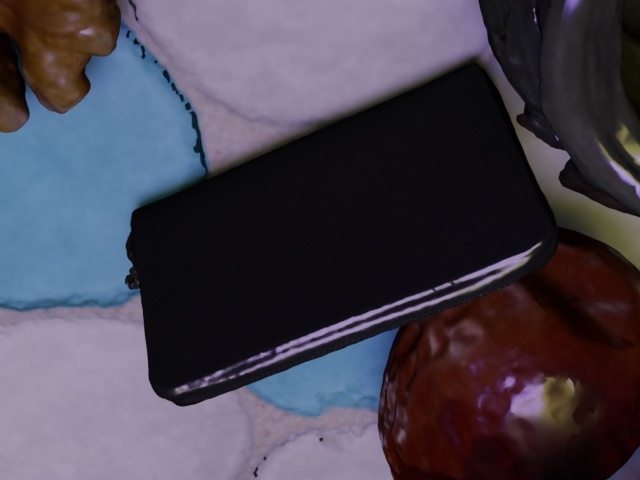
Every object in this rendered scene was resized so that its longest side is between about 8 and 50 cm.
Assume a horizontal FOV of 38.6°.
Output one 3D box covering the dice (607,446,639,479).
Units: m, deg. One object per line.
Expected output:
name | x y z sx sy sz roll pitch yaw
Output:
dice | 0.318 0.278 0.593 0.265 0.268 0.262 12 117 -7

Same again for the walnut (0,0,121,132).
walnut | -0.180 -0.140 0.473 0.143 0.069 0.170 -16 128 9

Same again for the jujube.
jujube | 0.115 0.099 0.567 0.168 0.168 0.236 9 135 -5

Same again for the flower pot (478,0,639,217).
flower pot | 0.214 -0.123 0.410 0.302 0.213 0.302 0 117 0

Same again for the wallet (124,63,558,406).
wallet | 0.000 0.000 0.519 0.250 0.149 0.044 -23 142 10
